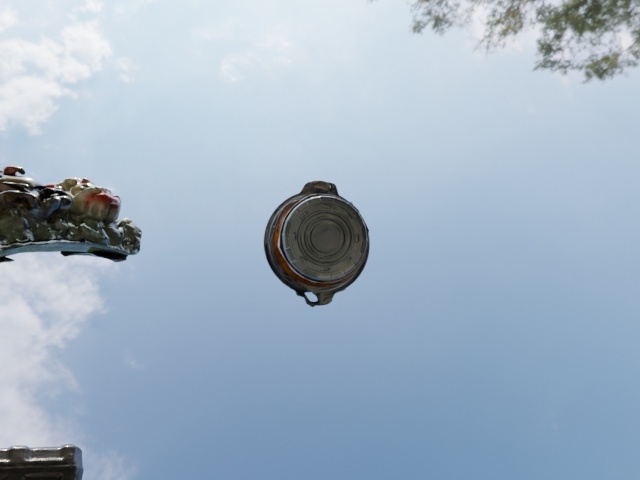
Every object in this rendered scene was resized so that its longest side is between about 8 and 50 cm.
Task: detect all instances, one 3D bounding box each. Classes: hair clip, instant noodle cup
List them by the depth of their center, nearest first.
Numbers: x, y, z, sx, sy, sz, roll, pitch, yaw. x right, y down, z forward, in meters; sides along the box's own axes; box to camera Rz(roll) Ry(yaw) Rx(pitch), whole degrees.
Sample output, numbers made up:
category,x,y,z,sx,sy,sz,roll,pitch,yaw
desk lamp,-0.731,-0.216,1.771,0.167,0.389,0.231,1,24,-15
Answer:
category,x,y,z,sx,sy,sz,roll,pitch,yaw
hair clip,-0.293,-0.020,0.363,0.139,0.321,0.091,21,-78,9
instant noodle cup,0.000,0.000,0.641,0.178,0.125,0.207,-13,-93,-6

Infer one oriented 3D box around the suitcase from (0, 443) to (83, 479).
category,x,y,z,sx,sy,sz,roll,pitch,yaw
suitcase,-0.440,0.349,0.502,0.207,0.285,0.066,20,-152,-36
